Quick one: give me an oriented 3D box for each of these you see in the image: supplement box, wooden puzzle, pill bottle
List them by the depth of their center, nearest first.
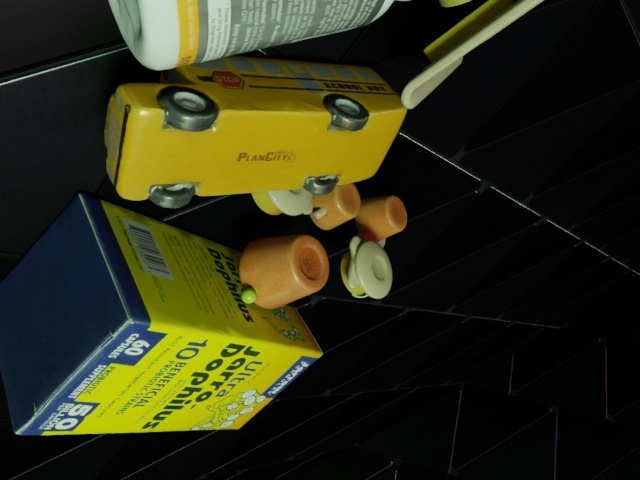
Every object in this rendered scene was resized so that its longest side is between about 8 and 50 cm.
[{"bbox_3d":[-0.029,-0.243,0.452,0.278,0.162,0.162,-20,145,-22],"label":"pill bottle"},{"bbox_3d":[0.203,-0.258,0.619,0.239,0.044,0.221,-35,-172,43],"label":"wooden puzzle"},{"bbox_3d":[-0.197,0.117,0.744,0.194,0.195,0.356,-44,147,14],"label":"supplement box"}]

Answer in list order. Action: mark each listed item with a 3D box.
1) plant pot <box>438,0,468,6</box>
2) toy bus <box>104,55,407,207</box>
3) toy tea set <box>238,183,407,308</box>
[{"bbox_3d":[0.161,-0.320,0.574,0.134,0.134,0.095,-36,116,3],"label":"plant pot"},{"bbox_3d":[-0.060,-0.126,0.609,0.333,0.130,0.108,-8,140,-35],"label":"toy bus"},{"bbox_3d":[0.000,0.000,0.825,0.124,0.200,0.336,-15,163,39],"label":"toy tea set"}]
